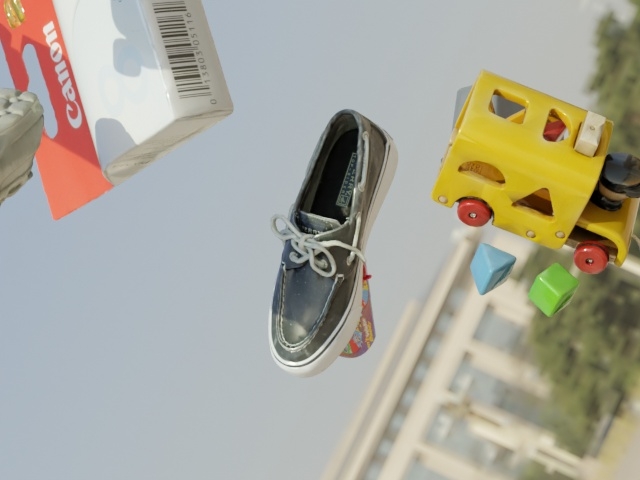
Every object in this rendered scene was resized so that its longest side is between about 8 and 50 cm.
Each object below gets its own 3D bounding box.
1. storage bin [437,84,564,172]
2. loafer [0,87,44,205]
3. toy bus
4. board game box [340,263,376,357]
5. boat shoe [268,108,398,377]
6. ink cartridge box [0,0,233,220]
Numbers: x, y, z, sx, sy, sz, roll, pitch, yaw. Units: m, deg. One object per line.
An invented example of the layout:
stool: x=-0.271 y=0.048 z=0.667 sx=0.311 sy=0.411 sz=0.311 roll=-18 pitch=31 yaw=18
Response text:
storage bin: x=0.185 y=-0.101 z=1.903 sx=0.135 sy=0.098 sz=0.091 roll=17 pitch=-109 yaw=-39
loafer: x=-0.350 y=-0.050 z=1.834 sx=0.319 sy=0.112 sz=0.111 roll=-53 pitch=-30 yaw=-60
toy bus: x=0.190 y=-0.056 z=1.488 sx=0.202 sy=0.191 sz=0.104 roll=-15 pitch=-33 yaw=-29
board game box: x=0.034 y=0.057 z=2.296 sx=0.133 sy=0.033 sz=0.168 roll=14 pitch=-116 yaw=-51
boat shoe: x=0.004 y=0.001 z=2.146 sx=0.105 sy=0.113 sz=0.306 roll=34 pitch=-104 yaw=-61
ink cartridge box: x=-0.273 y=-0.216 z=2.106 sx=0.091 sy=0.308 sz=0.385 roll=-11 pitch=-11 yaw=-42
